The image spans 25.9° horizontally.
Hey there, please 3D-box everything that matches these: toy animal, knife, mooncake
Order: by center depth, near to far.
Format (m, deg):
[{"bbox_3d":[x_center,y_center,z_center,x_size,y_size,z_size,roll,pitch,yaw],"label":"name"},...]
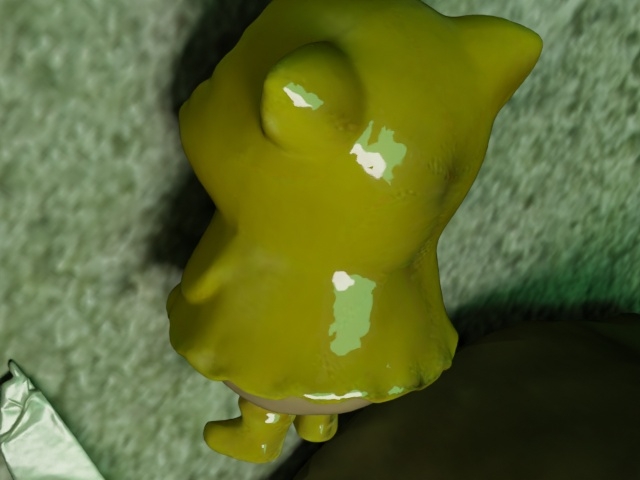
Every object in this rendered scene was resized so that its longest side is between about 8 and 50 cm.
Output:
[{"bbox_3d":[0.004,-0.002,0.631,0.156,0.156,0.229,-10,128,-35],"label":"toy animal"},{"bbox_3d":[-0.087,0.189,0.683,0.047,0.017,0.297,-28,102,-7],"label":"knife"},{"bbox_3d":[0.147,0.281,0.859,0.467,0.262,0.467,-24,132,-29],"label":"mooncake"}]
